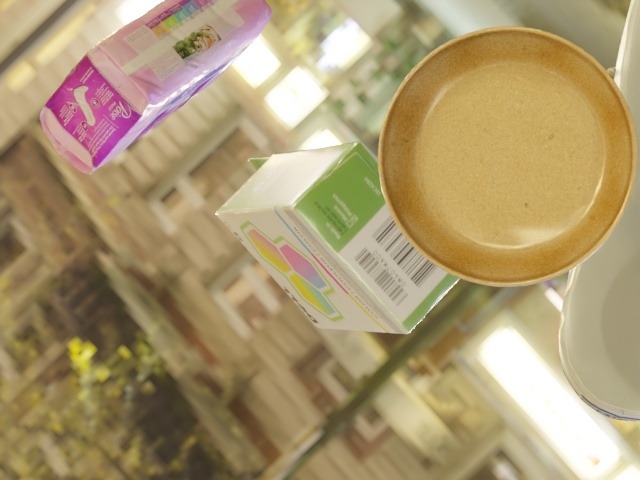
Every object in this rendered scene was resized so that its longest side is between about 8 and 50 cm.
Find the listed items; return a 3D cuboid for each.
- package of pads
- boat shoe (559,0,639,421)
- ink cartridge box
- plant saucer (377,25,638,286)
[{"bbox_3d":[-0.057,-0.061,0.624,0.032,0.050,0.083,47,-137,0],"label":"package of pads"},{"bbox_3d":[0.195,-0.057,0.895,0.113,0.306,0.105,13,178,4],"label":"boat shoe"},{"bbox_3d":[0.000,0.000,1.156,0.109,0.062,0.209,49,164,-14],"label":"ink cartridge box"},{"bbox_3d":[0.061,-0.027,0.574,0.083,0.083,0.015,48,-169,9],"label":"plant saucer"}]
